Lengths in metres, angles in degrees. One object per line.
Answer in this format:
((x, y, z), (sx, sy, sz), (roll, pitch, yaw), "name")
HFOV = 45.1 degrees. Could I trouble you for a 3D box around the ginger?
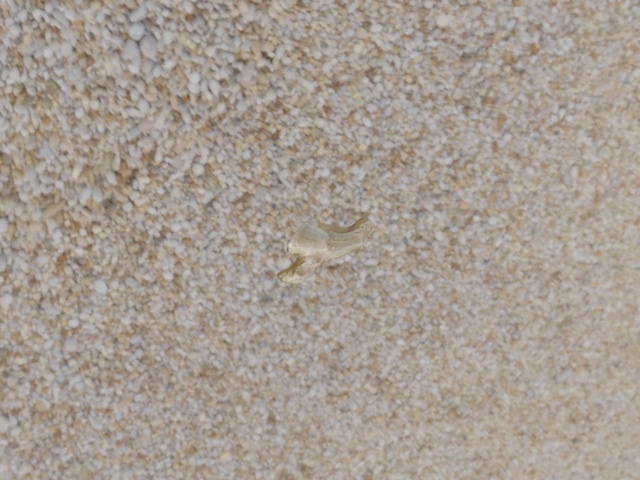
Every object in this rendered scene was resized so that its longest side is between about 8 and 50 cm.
((-0.001, 0.000, 0.679), (0.097, 0.030, 0.048), (-31, 112, 4), "ginger")
